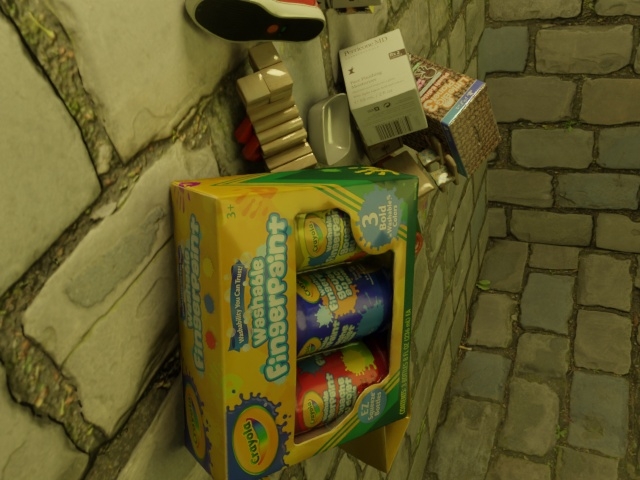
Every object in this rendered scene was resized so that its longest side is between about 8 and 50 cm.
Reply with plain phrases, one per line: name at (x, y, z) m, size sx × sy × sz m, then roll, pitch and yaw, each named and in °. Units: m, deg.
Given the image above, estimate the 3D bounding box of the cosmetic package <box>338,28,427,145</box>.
cosmetic package at (0.144, -0.348, 1.383) m, size 0.151 × 0.151 × 0.183 m, roll 51°, pitch 25°, yaw -59°

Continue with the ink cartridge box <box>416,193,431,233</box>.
ink cartridge box at (0.319, -0.093, 2.030) m, size 0.109 × 0.062 × 0.209 m, roll 65°, pitch 39°, yaw -52°

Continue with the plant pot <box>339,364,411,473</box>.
plant pot at (0.112, 0.426, 1.543) m, size 0.212 × 0.187 × 0.212 m, roll -49°, pitch 139°, yaw -53°

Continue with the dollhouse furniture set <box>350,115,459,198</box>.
dollhouse furniture set at (0.187, -0.205, 1.482) m, size 0.242 × 0.212 × 0.161 m, roll 61°, pitch 1°, yaw 34°

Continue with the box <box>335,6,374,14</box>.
box at (0.041, -0.552, 1.243) m, size 0.232 × 0.087 × 0.058 m, roll 28°, pitch 70°, yaw -64°

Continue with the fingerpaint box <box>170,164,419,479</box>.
fingerpaint box at (-0.031, 0.117, 0.974) m, size 0.371 × 0.163 × 0.444 m, roll -9°, pitch 107°, yaw -35°

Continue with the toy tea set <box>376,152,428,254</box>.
toy tea set at (0.208, -0.092, 1.765) m, size 0.200 × 0.124 × 0.335 m, roll -2°, pitch 103°, yaw -37°

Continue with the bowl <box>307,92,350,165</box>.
bowl at (0.015, -0.243, 1.307) m, size 0.142 × 0.053 × 0.142 m, roll -44°, pitch 136°, yaw -56°

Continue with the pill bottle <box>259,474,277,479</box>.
pill bottle at (-0.128, 0.486, 1.165) m, size 0.116 × 0.065 × 0.065 m, roll 30°, pitch 69°, yaw -65°

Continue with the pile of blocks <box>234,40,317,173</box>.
pile of blocks at (-0.086, -0.160, 1.070) m, size 0.113 × 0.149 × 0.362 m, roll -25°, pitch 119°, yaw -13°

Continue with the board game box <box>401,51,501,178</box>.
board game box at (0.293, -0.331, 1.565) m, size 0.141 × 0.291 × 0.232 m, roll -49°, pitch 143°, yaw -6°

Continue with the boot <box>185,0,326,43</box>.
boot at (-0.120, -0.405, 0.941) m, size 0.244 × 0.088 × 0.176 m, roll -10°, pitch 72°, yaw -42°

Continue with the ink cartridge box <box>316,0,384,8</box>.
ink cartridge box at (0.020, -0.497, 1.076) m, size 0.139 × 0.191 × 0.082 m, roll 70°, pitch 35°, yaw -46°
